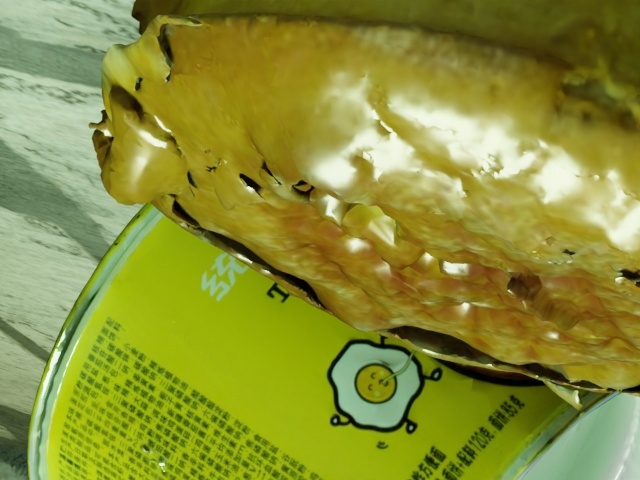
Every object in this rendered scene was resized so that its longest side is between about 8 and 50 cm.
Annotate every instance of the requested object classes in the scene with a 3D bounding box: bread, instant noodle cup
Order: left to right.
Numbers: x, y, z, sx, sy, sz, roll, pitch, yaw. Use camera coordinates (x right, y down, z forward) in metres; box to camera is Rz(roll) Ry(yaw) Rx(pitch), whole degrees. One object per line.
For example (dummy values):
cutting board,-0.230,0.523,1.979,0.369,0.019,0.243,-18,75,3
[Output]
instant noodle cup,0.032,0.111,1.114,0.254,0.325,0.325,35,173,28
bread,0.087,-0.056,0.850,0.358,0.204,0.337,16,162,-3
